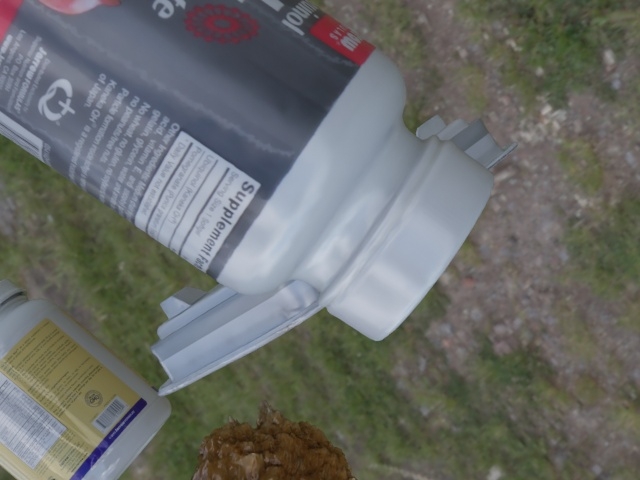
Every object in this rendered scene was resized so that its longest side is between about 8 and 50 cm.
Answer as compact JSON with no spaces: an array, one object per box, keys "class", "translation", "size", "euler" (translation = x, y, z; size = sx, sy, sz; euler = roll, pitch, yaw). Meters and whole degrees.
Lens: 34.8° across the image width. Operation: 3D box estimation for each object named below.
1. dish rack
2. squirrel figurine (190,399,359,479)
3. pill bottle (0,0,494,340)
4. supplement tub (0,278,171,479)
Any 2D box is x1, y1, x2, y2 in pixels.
[{"class":"dish rack","translation":[0.000,0.000,0.920],"size":[0.072,0.333,0.285],"euler":[55,139,-2]},{"class":"squirrel figurine","translation":[-0.014,0.362,0.950],"size":[0.281,0.370,0.397],"euler":[-145,37,-74]},{"class":"pill bottle","translation":[-0.059,-0.077,0.636],"size":[0.318,0.176,0.176],"euler":[34,148,-2]},{"class":"supplement tub","translation":[-0.423,0.241,1.574],"size":[0.331,0.241,0.241],"euler":[40,148,1]}]
